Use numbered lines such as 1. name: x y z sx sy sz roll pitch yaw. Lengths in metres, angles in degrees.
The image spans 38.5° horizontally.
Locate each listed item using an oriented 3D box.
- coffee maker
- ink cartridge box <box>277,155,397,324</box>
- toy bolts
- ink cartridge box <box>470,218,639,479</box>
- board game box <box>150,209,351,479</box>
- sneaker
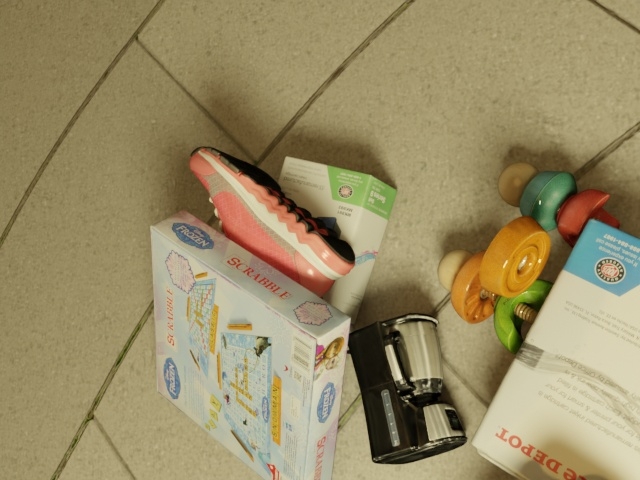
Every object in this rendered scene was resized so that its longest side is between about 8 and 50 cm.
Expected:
1. coffee maker: 0.099 0.206 1.224 0.171 0.120 0.178 -33 60 45
2. ink cartridge box: 0.000 0.000 1.333 0.154 0.093 0.212 17 88 31
3. toy bolts: 0.239 -0.012 1.152 0.228 0.218 0.158 -47 52 -9
4. ink cartridge box: 0.354 0.165 1.067 0.223 0.129 0.307 29 93 31
5. board game box: -0.108 0.163 1.263 0.318 0.066 0.319 31 133 31
6. sneaker: -0.100 -0.017 1.273 0.314 0.116 0.136 41 101 30
